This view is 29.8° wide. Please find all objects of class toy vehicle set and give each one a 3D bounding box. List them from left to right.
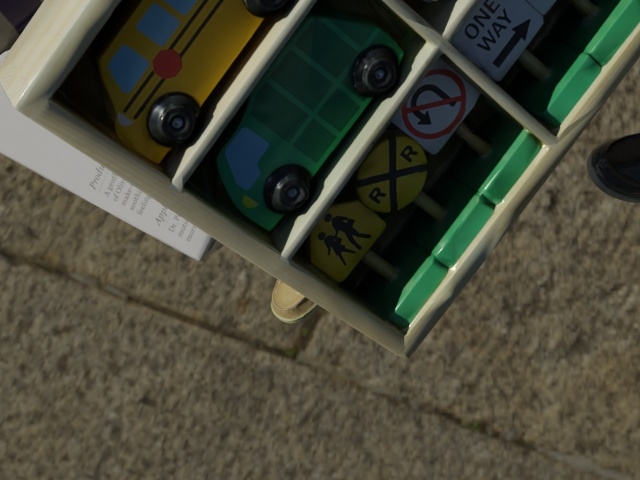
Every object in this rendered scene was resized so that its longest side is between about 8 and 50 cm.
[{"bbox_3d":[0.045,-0.109,0.374,0.166,0.035,0.267,33,96,-33],"label":"toy vehicle set"}]

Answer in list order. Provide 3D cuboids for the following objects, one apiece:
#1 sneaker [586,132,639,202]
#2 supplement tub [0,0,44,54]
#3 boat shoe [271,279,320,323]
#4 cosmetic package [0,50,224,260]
[{"bbox_3d":[0.407,-0.104,1.311,0.222,0.083,0.118,-4,158,-18],"label":"sneaker"},{"bbox_3d":[-0.095,-0.252,0.450,0.331,0.241,0.241,-42,112,-4],"label":"supplement tub"},{"bbox_3d":[0.002,0.000,1.040,0.153,0.056,0.048,-53,142,-2],"label":"boat shoe"},{"bbox_3d":[-0.191,-0.161,0.934,0.365,0.155,0.197,30,103,5],"label":"cosmetic package"}]
